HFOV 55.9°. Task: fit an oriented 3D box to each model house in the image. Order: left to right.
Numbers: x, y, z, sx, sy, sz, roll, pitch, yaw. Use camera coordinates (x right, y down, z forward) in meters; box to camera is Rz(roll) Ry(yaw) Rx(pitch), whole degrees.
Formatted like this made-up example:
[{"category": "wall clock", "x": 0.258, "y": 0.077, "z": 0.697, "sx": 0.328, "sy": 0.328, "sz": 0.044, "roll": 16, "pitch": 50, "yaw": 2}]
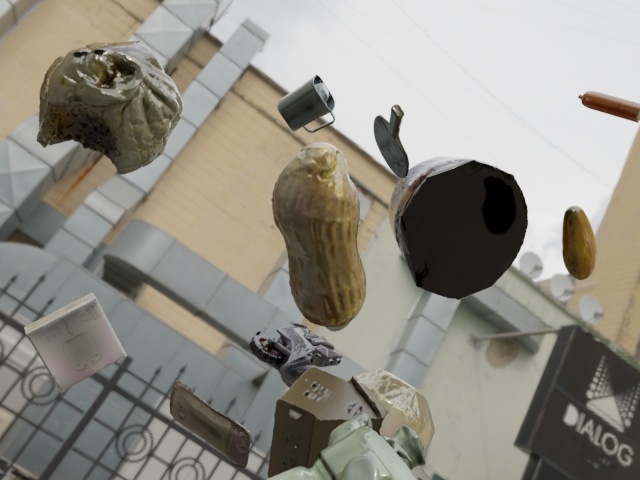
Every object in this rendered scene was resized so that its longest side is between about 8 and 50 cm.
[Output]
[{"category": "model house", "x": 0.070, "y": 0.310, "z": 0.906, "sx": 0.247, "sy": 0.176, "sz": 0.181, "roll": 21, "pitch": -60, "yaw": 21}]

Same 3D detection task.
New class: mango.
[{"category": "mango", "x": 0.609, "y": 0.005, "z": 1.427, "sx": 0.075, "sy": 0.098, "sz": 0.191, "roll": -9, "pitch": -75, "yaw": 28}]

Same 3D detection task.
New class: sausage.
[{"category": "sausage", "x": 0.468, "y": -0.220, "z": 0.976, "sx": 0.107, "sy": 0.031, "sz": 0.031, "roll": 32, "pitch": -17, "yaw": 41}]

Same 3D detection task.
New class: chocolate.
[{"category": "chocolate", "x": 0.000, "y": 0.000, "z": 0.932, "sx": 0.134, "sy": 0.134, "sz": 0.310, "roll": 16, "pitch": -56, "yaw": 35}, {"category": "chocolate", "x": 0.339, "y": -0.076, "z": 1.677, "sx": 0.383, "sy": 0.383, "sz": 0.331, "roll": 44, "pitch": 1, "yaw": -26}]

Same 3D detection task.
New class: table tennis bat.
[{"category": "table tennis bat", "x": 0.168, "y": -0.237, "z": 1.406, "sx": 0.154, "sy": 0.021, "sz": 0.274, "roll": 60, "pitch": -7, "yaw": 15}]

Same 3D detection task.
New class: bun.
[{"category": "bun", "x": -0.409, "y": -0.283, "z": 1.186, "sx": 0.281, "sy": 0.282, "sz": 0.205, "roll": 34, "pitch": -39, "yaw": -3}]

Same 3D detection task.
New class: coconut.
[{"category": "coconut", "x": 0.129, "y": 0.498, "z": 1.517, "sx": 0.328, "sy": 0.329, "sz": 0.329, "roll": 27, "pitch": -23, "yaw": 13}]

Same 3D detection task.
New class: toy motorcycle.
[{"category": "toy motorcycle", "x": -0.030, "y": 0.207, "z": 1.091, "sx": 0.122, "sy": 0.080, "sz": 0.215, "roll": 41, "pitch": 18, "yaw": 32}]

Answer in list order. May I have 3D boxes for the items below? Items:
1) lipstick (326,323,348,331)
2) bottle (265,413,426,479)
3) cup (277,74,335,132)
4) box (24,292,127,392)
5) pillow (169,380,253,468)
[{"category": "lipstick", "x": -0.005, "y": 0.101, "z": 1.490, "sx": 0.076, "sy": 0.076, "sz": 0.304, "roll": 50, "pitch": 6, "yaw": -36}, {"category": "bottle", "x": -0.006, "y": 0.355, "z": 0.658, "sx": 0.229, "sy": 0.351, "sz": 0.229, "roll": 55, "pitch": -12, "yaw": 17}, {"category": "cup", "x": -0.026, "y": -0.348, "z": 1.586, "sx": 0.129, "sy": 0.095, "sz": 0.128, "roll": -26, "pitch": -64, "yaw": 24}, {"category": "box", "x": -0.446, "y": 0.186, "z": 1.103, "sx": 0.051, "sy": 0.130, "sz": 0.129, "roll": 20, "pitch": -46, "yaw": 59}, {"category": "pillow", "x": -0.243, "y": 0.399, "z": 1.311, "sx": 0.232, "sy": 0.038, "sz": 0.131, "roll": 27, "pitch": -53, "yaw": 22}]
